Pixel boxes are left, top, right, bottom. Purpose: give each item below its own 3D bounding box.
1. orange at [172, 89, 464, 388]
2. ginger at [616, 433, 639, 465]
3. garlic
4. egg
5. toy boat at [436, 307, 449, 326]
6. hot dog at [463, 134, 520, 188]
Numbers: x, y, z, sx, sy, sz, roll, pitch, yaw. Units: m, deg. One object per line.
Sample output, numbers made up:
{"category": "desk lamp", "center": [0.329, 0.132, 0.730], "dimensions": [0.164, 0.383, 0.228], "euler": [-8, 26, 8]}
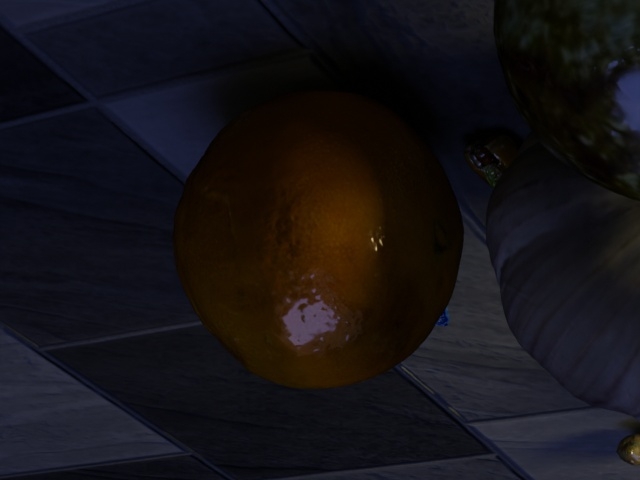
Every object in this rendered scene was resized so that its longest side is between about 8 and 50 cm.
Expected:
{"category": "orange", "center": [0.000, 0.000, 1.587], "dimensions": [0.261, 0.261, 0.261], "euler": [5, 152, 2]}
{"category": "ginger", "center": [0.466, 0.233, 2.158], "dimensions": [0.193, 0.052, 0.176], "euler": [6, 154, -16]}
{"category": "garlic", "center": [0.276, 0.013, 1.507], "dimensions": [0.317, 0.317, 0.259], "euler": [9, 155, -5]}
{"category": "egg", "center": [0.249, -0.139, 1.288], "dimensions": [0.238, 0.238, 0.289], "euler": [-8, 136, 25]}
{"category": "toy boat", "center": [0.070, 0.066, 1.855], "dimensions": [0.091, 0.110, 0.175], "euler": [-20, 144, 40]}
{"category": "hot dog", "center": [0.178, -0.055, 1.677], "dimensions": [0.056, 0.041, 0.133], "euler": [-14, 146, 34]}
